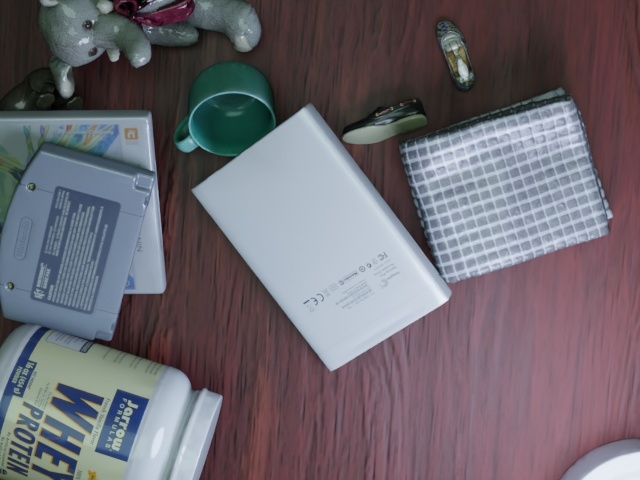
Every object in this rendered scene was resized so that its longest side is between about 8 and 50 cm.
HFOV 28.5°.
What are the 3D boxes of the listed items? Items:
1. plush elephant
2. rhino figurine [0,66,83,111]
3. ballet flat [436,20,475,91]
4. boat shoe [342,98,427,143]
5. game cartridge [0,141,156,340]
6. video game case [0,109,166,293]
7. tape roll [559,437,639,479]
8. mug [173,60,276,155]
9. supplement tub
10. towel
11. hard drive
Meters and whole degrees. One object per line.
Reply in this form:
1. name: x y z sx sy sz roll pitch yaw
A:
1. plush elephant: -0.291 -0.343 1.813 0.330 0.272 0.255 17 58 19
2. rhino figurine: -0.478 -0.173 1.922 0.243 0.106 0.073 -38 131 4
3. ballet flat: 0.209 -0.284 1.921 0.041 0.041 0.114 -20 92 3
4. boat shoe: 0.096 -0.181 1.929 0.133 0.049 0.042 -16 65 9
5. game cartridge: -0.374 0.002 1.873 0.198 0.062 0.297 18 117 -4
6. video game case: -0.407 -0.053 1.893 0.329 0.036 0.299 0 118 2
7. tape roll: 0.493 0.450 1.922 0.286 0.100 0.286 0 92 2
8. mug: -0.147 -0.204 1.891 0.158 0.097 0.129 -3 137 -2
9. supplement tub: -0.329 0.276 1.868 0.325 0.235 0.235 17 93 1
10. towel: 0.282 -0.082 1.889 0.284 0.121 0.235 -18 93 2
11. hard drive: 0.000 0.000 1.886 0.233 0.047 0.353 -34 98 26
